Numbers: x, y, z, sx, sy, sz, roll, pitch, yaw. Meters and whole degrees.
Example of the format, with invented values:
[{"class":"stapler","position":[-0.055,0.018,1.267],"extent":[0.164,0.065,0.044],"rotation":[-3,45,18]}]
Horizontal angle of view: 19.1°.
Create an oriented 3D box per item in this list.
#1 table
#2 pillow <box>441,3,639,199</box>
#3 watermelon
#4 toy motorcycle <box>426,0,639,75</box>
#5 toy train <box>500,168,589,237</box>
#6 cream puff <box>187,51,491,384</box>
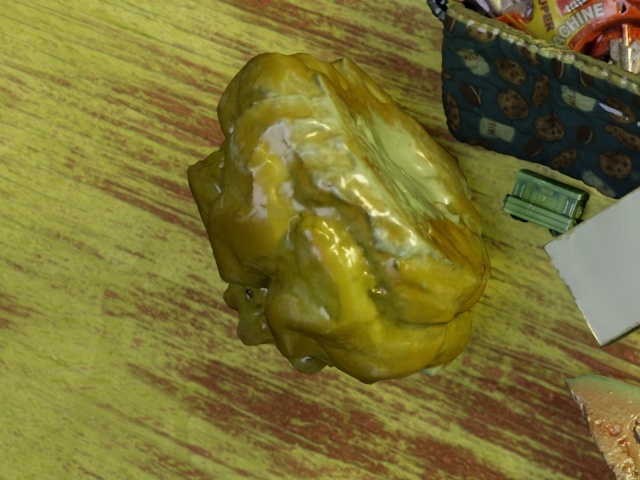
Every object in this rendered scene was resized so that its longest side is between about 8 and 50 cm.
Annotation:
[{"class":"table","position":[0.366,-0.006,1.907],"extent":[0.240,0.111,0.121],"rotation":[-33,80,26]},{"class":"pillow","position":[0.234,-0.135,1.951],"extent":[0.255,0.034,0.189],"rotation":[22,147,25]},{"class":"watermelon","position":[0.318,0.196,1.979],"extent":[0.101,0.080,0.155],"rotation":[-47,58,14]},{"class":"toy motorcycle","position":[0.249,-0.246,1.961],"extent":[0.298,0.089,0.171],"rotation":[32,107,23]},{"class":"toy train","position":[0.240,-0.038,2.014],"extent":[0.093,0.038,0.056],"rotation":[23,98,25]},{"class":"cream puff","position":[0.000,0.000,1.964],"extent":[0.275,0.378,0.378],"rotation":[-36,78,18]}]
